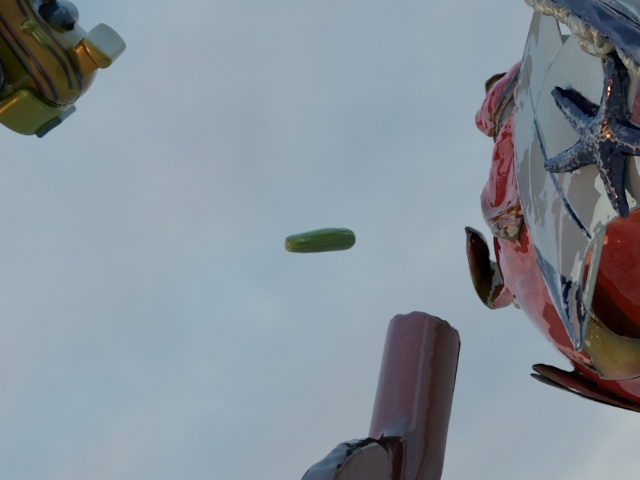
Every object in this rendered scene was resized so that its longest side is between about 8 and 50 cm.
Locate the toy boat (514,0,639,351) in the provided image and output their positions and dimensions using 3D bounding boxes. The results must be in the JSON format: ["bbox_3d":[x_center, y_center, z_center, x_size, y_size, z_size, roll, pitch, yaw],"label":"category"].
[{"bbox_3d":[0.178,-0.067,1.181,0.070,0.291,0.210,-10,12,-26],"label":"toy boat"}]

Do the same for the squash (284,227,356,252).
[{"bbox_3d":[0.001,0.000,1.919,0.089,0.027,0.027,-8,-36,-45],"label":"squash"}]

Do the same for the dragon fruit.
[{"bbox_3d":[0.226,-0.022,1.540,0.305,0.226,0.305,-167,90,-82],"label":"dragon fruit"}]

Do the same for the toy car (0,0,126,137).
[{"bbox_3d":[-0.285,-0.221,1.777,0.142,0.248,0.200,-35,12,13],"label":"toy car"}]

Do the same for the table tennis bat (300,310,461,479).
[{"bbox_3d":[0.028,0.168,0.911,0.038,0.310,0.200,-5,-41,21],"label":"table tennis bat"}]
